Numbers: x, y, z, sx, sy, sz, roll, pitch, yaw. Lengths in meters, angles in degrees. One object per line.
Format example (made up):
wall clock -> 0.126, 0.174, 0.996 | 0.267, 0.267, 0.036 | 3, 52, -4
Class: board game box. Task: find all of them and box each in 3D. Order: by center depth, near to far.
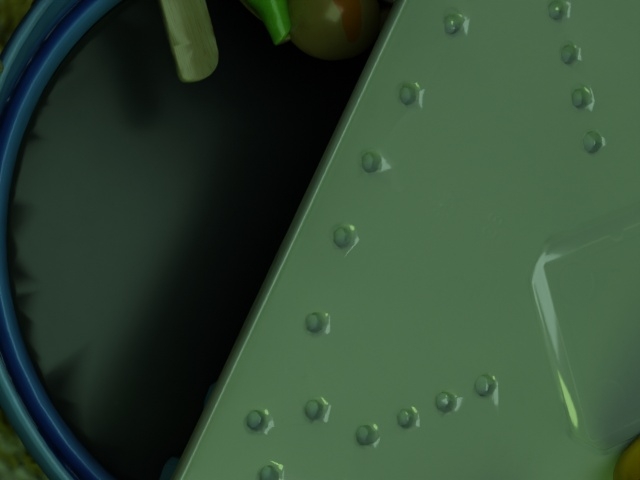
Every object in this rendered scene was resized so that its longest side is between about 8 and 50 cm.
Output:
board game box -> 0.152, 0.041, 1.012 | 0.390, 0.050, 0.390 | 30, 78, -24

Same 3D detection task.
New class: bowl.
bowl -> 0.000, 0.000, 1.041 | 0.391, 0.077, 0.391 | 2, 83, -20

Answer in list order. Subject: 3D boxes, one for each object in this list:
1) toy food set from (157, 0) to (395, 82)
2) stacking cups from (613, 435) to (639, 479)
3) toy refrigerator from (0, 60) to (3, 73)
toy food set -> 0.005, -0.159, 0.998 | 0.192, 0.038, 0.132 | -17, 90, -22
stacking cups -> 0.247, 0.238, 0.987 | 0.096, 0.096, 0.316 | -29, 105, -21
toy refrigerator -> -0.282, -0.141, 0.902 | 0.269, 0.102, 0.094 | 45, 99, -2
